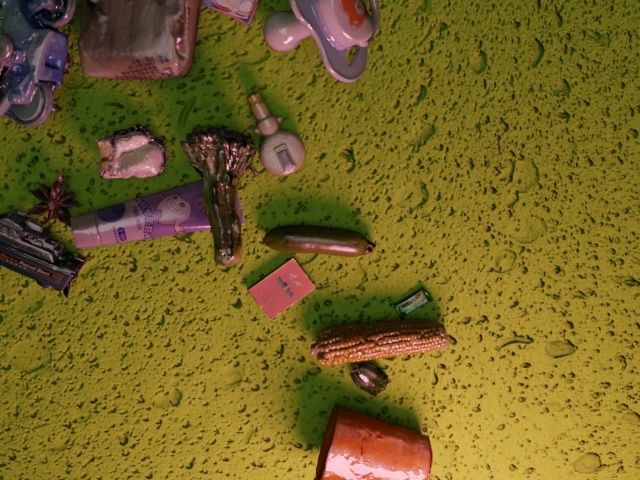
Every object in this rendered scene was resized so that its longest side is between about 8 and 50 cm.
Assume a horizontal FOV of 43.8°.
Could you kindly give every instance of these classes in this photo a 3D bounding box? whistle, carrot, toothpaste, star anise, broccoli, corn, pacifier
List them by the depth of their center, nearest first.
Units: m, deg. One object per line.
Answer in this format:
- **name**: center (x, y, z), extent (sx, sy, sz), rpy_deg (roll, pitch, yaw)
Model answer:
- **pacifier**: center (-0.016, -0.470, 1.684), extent (0.233, 0.244, 0.299), rpy_deg (-12, 127, 29)
- **broccoli**: center (-0.209, -0.096, 1.717), extent (0.165, 0.145, 0.303), rpy_deg (-5, 88, -4)
- **star anise**: center (-0.582, -0.097, 1.761), extent (0.124, 0.056, 0.129), rpy_deg (16, 113, -8)
- **whistle**: center (-0.105, -0.236, 1.763), extent (0.104, 0.057, 0.198), rpy_deg (-26, 101, 1)
- **toothpaste**: center (-0.363, -0.058, 1.781), extent (0.372, 0.080, 0.125), rpy_deg (-13, 96, -9)
- **carrot**: center (0.126, 0.502, 1.830), extent (0.254, 0.196, 0.195), rpy_deg (14, 98, -5)
- **corn**: center (0.135, 0.230, 1.832), extent (0.320, 0.097, 0.096), rpy_deg (-5, 99, -4)

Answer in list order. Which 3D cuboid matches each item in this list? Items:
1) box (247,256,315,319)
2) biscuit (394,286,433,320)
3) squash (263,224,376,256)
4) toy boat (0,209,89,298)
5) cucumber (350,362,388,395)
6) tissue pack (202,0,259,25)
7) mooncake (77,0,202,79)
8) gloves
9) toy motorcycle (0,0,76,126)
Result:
- **box**: center (-0.090, 0.110, 1.838), extent (0.133, 0.023, 0.090), rpy_deg (-34, 101, 3)
- **biscuit**: center (0.216, 0.145, 1.861), extent (0.089, 0.016, 0.046), rpy_deg (-32, 101, 3)
- **squash**: center (0.000, 0.000, 1.802), extent (0.258, 0.069, 0.069), rpy_deg (4, 99, -3)
- **toy boat**: center (-0.662, 0.007, 1.747), extent (0.296, 0.114, 0.122), rpy_deg (27, 104, -7)
- **cucumber**: center (0.112, 0.323, 1.850), extent (0.067, 0.035, 0.107), rpy_deg (-45, 132, 8)
- **tissue pack**: center (-0.173, -0.555, 1.705), extent (0.116, 0.065, 0.155), rpy_deg (22, 97, -5)
- **mooncake**: center (-0.378, -0.460, 1.675), extent (0.255, 0.136, 0.250), rpy_deg (5, 97, 1)
- **gloves**: center (-0.414, -0.192, 1.750), extent (0.153, 0.070, 0.114), rpy_deg (-6, 91, -8)
- **toy motorcycle**: center (-0.638, -0.401, 1.647), extent (0.241, 0.182, 0.319), rpy_deg (17, 99, -5)
